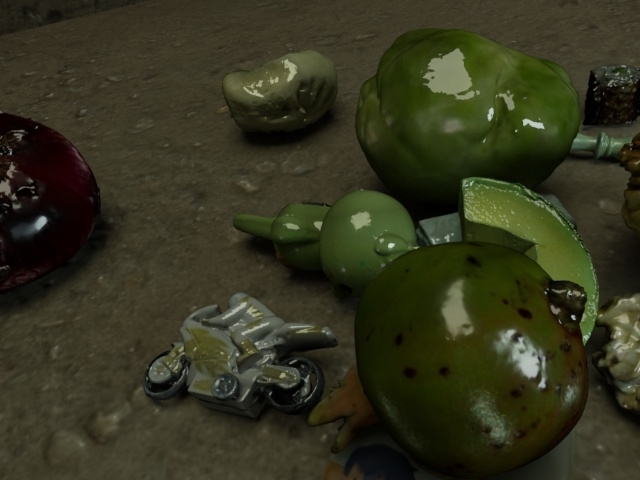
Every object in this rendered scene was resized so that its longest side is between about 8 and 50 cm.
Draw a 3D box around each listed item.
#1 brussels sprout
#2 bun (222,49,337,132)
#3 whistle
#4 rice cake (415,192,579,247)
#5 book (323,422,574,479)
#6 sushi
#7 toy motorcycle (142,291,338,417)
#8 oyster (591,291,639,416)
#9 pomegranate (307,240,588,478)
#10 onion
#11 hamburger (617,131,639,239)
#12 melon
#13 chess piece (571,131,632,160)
[{"bbox_3d":[0.188,-0.176,0.697,0.273,0.243,0.316,-16,33,-15],"label":"brussels sprout"},{"bbox_3d":[-0.076,-0.284,0.973,0.229,0.145,0.229,-15,7,2],"label":"bun"},{"bbox_3d":[0.001,0.010,0.648,0.294,0.141,0.141,-7,37,37],"label":"whistle"},{"bbox_3d":[0.219,-0.009,0.635,0.206,0.063,0.069,-11,46,1],"label":"rice cake"},{"bbox_3d":[0.127,0.187,0.471,0.208,0.020,0.295,8,44,23],"label":"book"},{"bbox_3d":[0.485,-0.244,0.821,0.098,0.084,0.094,-2,40,7],"label":"sushi"},{"bbox_3d":[-0.091,0.123,0.558,0.228,0.074,0.151,-4,46,24],"label":"toy motorcycle"},{"bbox_3d":[0.403,0.150,0.394,0.201,0.107,0.354,-48,51,8],"label":"oyster"},{"bbox_3d":[0.098,0.110,0.414,0.246,0.198,0.198,-32,43,-2],"label":"pomegranate"},{"bbox_3d":[-0.504,-0.054,0.764,0.314,0.232,0.314,6,55,-9],"label":"onion"},{"bbox_3d":[0.454,-0.036,0.470,0.318,0.158,0.318,8,6,-1],"label":"hamburger"},{"bbox_3d":[0.221,0.027,0.535,0.118,0.064,0.209,-3,58,1],"label":"melon"},{"bbox_3d":[0.422,-0.147,0.752,0.149,0.059,0.059,12,46,19],"label":"chess piece"}]
